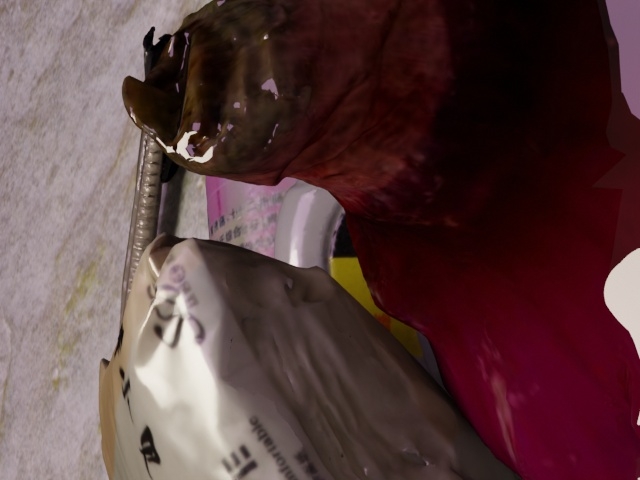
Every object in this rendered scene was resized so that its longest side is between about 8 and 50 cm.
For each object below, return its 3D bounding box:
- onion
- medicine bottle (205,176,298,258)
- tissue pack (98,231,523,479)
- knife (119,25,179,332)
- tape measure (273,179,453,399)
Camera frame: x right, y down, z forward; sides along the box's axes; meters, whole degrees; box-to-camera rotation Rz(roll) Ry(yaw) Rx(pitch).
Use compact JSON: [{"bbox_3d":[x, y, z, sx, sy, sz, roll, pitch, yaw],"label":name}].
[{"bbox_3d":[0.112,-0.063,0.773,0.398,0.420,0.398,-178,90,-71],"label":"onion"},{"bbox_3d":[0.000,0.000,1.232,0.152,0.152,0.254,-32,58,55],"label":"medicine bottle"},{"bbox_3d":[0.018,0.187,0.977,0.375,0.195,0.390,53,164,12],"label":"tissue pack"},{"bbox_3d":[-0.153,-0.007,1.627,0.089,0.043,0.365,-58,-25,-80],"label":"knife"},{"bbox_3d":[0.071,0.005,1.076,0.197,0.120,0.236,-1,90,16],"label":"tape measure"}]
